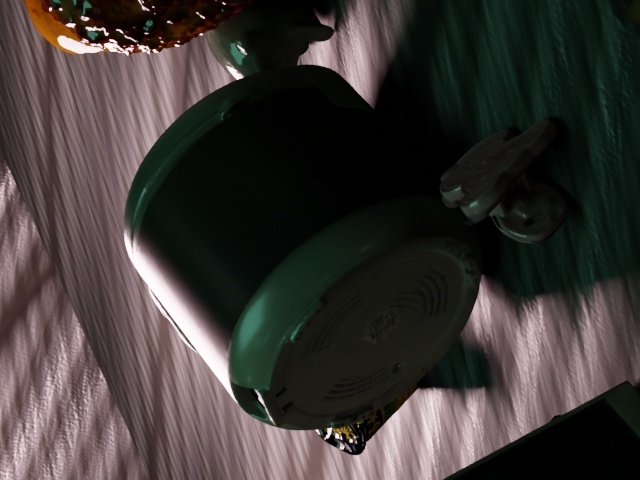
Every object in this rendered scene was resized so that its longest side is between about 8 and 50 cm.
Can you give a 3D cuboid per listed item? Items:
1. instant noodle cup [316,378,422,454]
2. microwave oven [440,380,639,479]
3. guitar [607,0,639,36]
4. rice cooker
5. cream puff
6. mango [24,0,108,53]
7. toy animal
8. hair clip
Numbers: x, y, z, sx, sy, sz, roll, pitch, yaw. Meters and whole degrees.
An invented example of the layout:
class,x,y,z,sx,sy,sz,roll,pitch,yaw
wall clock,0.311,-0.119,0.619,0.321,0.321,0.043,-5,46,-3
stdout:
class,x,y,z,sx,sy,sz,roll,pitch,yaw
instant noodle cup,0.043,0.168,2.143,0.151,0.122,0.151,38,149,28
microwave oven,0.182,0.362,1.655,0.247,0.394,0.333,47,152,39
guitar,0.296,-0.133,1.350,0.233,0.025,0.088,58,158,16
rice cooker,-0.026,0.004,1.874,0.325,0.335,0.335,48,154,34
cream puff,-0.164,-0.349,1.878,0.229,0.350,0.350,29,-171,-43
mango,-0.292,-0.410,2.269,0.201,0.199,0.350,16,118,29
toy animal,-0.097,-0.254,2.018,0.251,0.125,0.127,35,162,48
hair clip,0.161,-0.064,1.645,0.138,0.123,0.102,38,167,43
